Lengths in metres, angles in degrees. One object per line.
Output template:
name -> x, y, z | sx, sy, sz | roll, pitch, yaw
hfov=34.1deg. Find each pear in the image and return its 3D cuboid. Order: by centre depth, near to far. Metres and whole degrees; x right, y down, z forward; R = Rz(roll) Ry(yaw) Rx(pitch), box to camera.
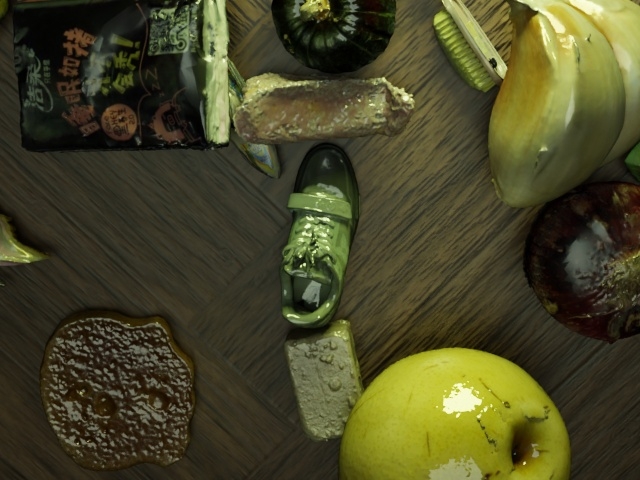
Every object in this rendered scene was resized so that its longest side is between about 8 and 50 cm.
pear -> 0.198, 0.329, 1.557 | 0.348, 0.348, 0.348 | 1, 102, 3

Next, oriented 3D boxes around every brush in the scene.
brush -> 0.177, -0.351, 1.553 | 0.067, 0.072, 0.312 | -31, 98, 23

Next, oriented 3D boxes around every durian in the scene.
durian -> -0.539, 0.009, 1.650 | 0.224, 0.140, 0.078 | 19, 133, -10

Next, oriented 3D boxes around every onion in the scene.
onion -> 0.422, 0.027, 1.556 | 0.246, 0.190, 0.246 | -1, 94, -14

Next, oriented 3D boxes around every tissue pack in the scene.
tissue pack -> -0.292, -0.252, 1.542 | 0.332, 0.123, 0.245 | 0, 96, 21

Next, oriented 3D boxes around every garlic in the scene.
garlic -> 0.359, -0.204, 1.494 | 0.249, 0.286, 0.313 | 6, 109, 28

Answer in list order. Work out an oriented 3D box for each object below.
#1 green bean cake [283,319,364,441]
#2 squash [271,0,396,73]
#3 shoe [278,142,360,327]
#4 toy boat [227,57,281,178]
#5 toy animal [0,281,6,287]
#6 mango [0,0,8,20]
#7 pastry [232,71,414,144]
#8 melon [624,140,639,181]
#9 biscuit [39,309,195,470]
green bean cake -> 0.011, 0.225, 1.672 | 0.109, 0.085, 0.179 | -10, 100, 5
squash -> 0.020, -0.341, 1.519 | 0.193, 0.156, 0.193 | -3, 79, 13
shoe -> -0.003, 0.000, 1.587 | 0.109, 0.149, 0.292 | 6, 98, 6
toy boat -> -0.121, -0.183, 1.603 | 0.084, 0.066, 0.210 | -33, 99, 11
toy animal -> -0.613, 0.049, 1.682 | 0.220, 0.069, 0.086 | 10, 124, 6
mango -> -0.629, -0.298, 1.561 | 0.329, 0.175, 0.176 | -42, 141, 10
pastry -> 0.001, -0.200, 1.557 | 0.265, 0.112, 0.102 | 2, 116, -7
melon -> 0.557, -0.086, 1.563 | 0.209, 0.118, 0.064 | 30, 89, -15
biscuit -> -0.332, 0.246, 1.714 | 0.257, 0.049, 0.272 | -3, 103, 1
